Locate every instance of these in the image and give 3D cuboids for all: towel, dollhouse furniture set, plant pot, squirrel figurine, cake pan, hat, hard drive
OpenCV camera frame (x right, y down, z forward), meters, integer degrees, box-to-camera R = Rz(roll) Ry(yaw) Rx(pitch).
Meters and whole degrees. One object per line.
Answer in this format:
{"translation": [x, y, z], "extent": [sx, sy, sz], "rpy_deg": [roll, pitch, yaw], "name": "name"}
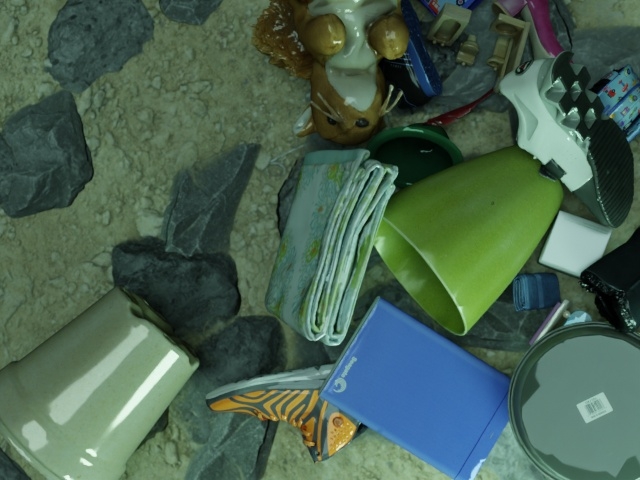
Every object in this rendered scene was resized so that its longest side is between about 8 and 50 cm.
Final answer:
{"translation": [0.386, 0.091, 1.503], "extent": [0.029, 0.119, 0.067], "rpy_deg": [-7, 85, 48], "name": "towel"}
{"translation": [0.272, -0.337, 1.524], "extent": [0.151, 0.144, 0.123], "rpy_deg": [18, 79, -5], "name": "dollhouse furniture set"}
{"translation": [-0.410, 0.264, 1.583], "extent": [0.334, 0.334, 0.305], "rpy_deg": [43, 86, 11], "name": "plant pot"}
{"translation": [0.272, -0.032, 1.476], "extent": [0.293, 0.275, 0.275], "rpy_deg": [-38, 79, -9], "name": "plant pot"}
{"translation": [0.000, 0.000, 1.474], "extent": [0.090, 0.374, 0.320], "rpy_deg": [19, 90, -16], "name": "towel"}
{"translation": [0.032, -0.372, 1.521], "extent": [0.281, 0.397, 0.370], "rpy_deg": [-13, 115, -17], "name": "squirrel figurine"}
{"translation": [0.464, 0.283, 1.412], "extent": [0.293, 0.054, 0.293], "rpy_deg": [-1, 84, 14], "name": "cake pan"}
{"translation": [0.200, -0.213, 1.589], "extent": [0.208, 0.173, 0.183], "rpy_deg": [17, 56, -6], "name": "hat"}
{"translation": [0.185, 0.274, 1.519], "extent": [0.319, 0.040, 0.210], "rpy_deg": [32, 87, -3], "name": "hard drive"}

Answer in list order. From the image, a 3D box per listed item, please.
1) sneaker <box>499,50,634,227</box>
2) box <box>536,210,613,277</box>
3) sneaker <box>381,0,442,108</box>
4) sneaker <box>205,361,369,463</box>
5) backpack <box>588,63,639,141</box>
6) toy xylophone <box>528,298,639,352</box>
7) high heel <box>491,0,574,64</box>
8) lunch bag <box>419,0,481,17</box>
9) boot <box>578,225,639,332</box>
{"translation": [0.409, -0.161, 1.392], "extent": [0.122, 0.146, 0.330], "rpy_deg": [-46, 116, -28], "name": "sneaker"}
{"translation": [0.454, 0.012, 1.502], "extent": [0.101, 0.087, 0.102], "rpy_deg": [21, 92, 13], "name": "box"}
{"translation": [0.148, -0.363, 1.587], "extent": [0.090, 0.081, 0.232], "rpy_deg": [-22, 85, 34], "name": "sneaker"}
{"translation": [-0.056, 0.335, 1.578], "extent": [0.321, 0.124, 0.180], "rpy_deg": [-11, 84, 12], "name": "sneaker"}
{"translation": [0.508, -0.223, 1.460], "extent": [0.158, 0.173, 0.117], "rpy_deg": [-44, 79, 6], "name": "backpack"}
{"translation": [0.513, 0.259, 1.478], "extent": [0.323, 0.081, 0.236], "rpy_deg": [26, 93, 13], "name": "toy xylophone"}
{"translation": [0.432, -0.380, 1.545], "extent": [0.117, 0.082, 0.244], "rpy_deg": [-37, 79, -8], "name": "high heel"}
{"translation": [0.254, -0.561, 1.570], "extent": [0.221, 0.138, 0.293], "rpy_deg": [47, 108, 9], "name": "lunch bag"}
{"translation": [0.582, 0.095, 1.423], "extent": [0.207, 0.094, 0.246], "rpy_deg": [-39, 83, -17], "name": "boot"}
